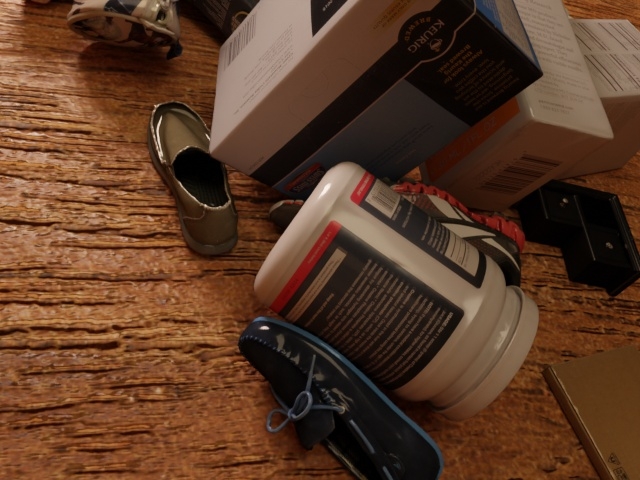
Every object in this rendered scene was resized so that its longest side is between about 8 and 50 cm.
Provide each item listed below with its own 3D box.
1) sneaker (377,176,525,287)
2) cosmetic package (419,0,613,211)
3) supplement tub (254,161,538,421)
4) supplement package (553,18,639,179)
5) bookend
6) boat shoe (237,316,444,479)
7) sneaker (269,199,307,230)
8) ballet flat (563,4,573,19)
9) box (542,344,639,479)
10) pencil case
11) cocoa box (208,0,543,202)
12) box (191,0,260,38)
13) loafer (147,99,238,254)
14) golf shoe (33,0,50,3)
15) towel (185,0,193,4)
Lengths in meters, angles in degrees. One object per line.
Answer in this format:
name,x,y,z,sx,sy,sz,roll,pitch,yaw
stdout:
sneaker,0.165,0.008,0.779,0.276,0.097,0.135,19,53,-22
cosmetic package,0.249,-0.299,0.915,0.162,0.230,0.453,6,62,-27
supplement tub,0.081,0.057,0.659,0.272,0.191,0.191,35,50,-2
supplement package,0.454,-0.249,1.029,0.263,0.199,0.198,-11,59,-27
bookend,0.395,-0.009,0.909,0.157,0.072,0.156,12,52,-11
boat shoe,0.012,0.181,0.609,0.258,0.109,0.089,35,54,11
sneaker,0.000,0.000,0.772,0.158,0.061,0.065,24,56,-1
ballet flat,0.342,-0.529,1.202,0.409,0.147,0.147,36,49,-12
box,0.404,0.241,0.756,0.164,0.021,0.201,-7,57,-24
pencil case,-0.246,-0.489,0.857,0.184,0.410,0.160,13,2,23
cocoa box,0.052,-0.229,0.744,0.228,0.347,0.231,26,45,-33
box,-0.066,-0.457,1.044,0.395,0.097,0.318,46,49,9
loafer,-0.162,-0.102,0.770,0.094,0.087,0.251,-13,60,-28
golf shoe,-0.386,-0.497,0.952,0.115,0.140,0.306,35,56,16
towel,-0.162,-0.491,1.112,0.102,0.021,0.237,32,50,1
